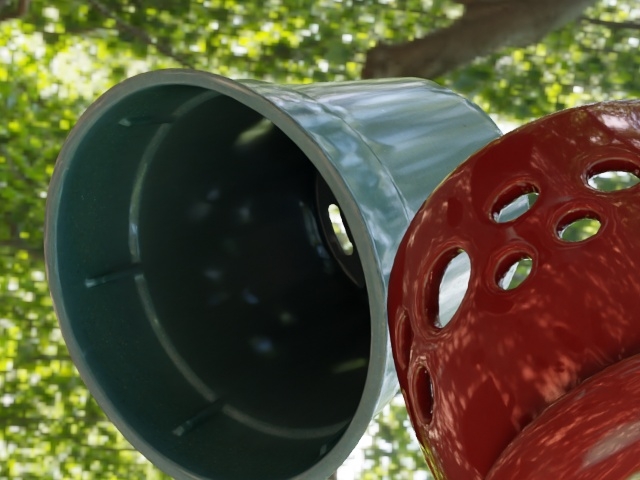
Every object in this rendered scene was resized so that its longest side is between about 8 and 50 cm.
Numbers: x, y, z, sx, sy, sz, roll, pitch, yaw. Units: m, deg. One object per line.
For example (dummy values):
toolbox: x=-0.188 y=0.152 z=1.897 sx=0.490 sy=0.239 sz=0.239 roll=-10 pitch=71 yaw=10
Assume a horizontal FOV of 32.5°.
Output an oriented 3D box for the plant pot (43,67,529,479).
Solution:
plant pot: x=0.000 y=0.000 z=0.963 sx=0.341 sy=0.334 sz=0.341 roll=12 pitch=-69 yaw=33

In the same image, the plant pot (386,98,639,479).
plant pot: x=0.131 y=0.064 z=0.425 sx=0.174 sy=0.191 sz=0.191 roll=-102 pitch=-160 yaw=-58
